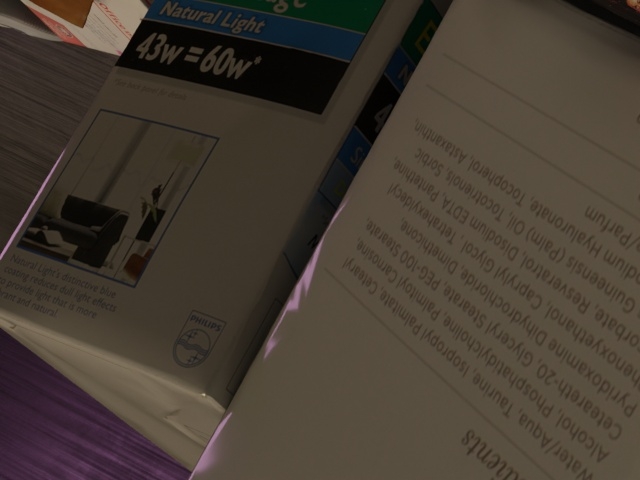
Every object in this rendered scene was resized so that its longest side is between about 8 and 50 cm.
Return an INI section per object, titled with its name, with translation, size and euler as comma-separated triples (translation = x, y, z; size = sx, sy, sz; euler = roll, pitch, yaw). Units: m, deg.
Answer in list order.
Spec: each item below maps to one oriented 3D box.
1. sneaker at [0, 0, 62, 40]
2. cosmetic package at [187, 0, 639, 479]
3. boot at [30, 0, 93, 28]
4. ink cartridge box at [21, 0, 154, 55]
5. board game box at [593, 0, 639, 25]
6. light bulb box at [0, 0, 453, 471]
[sneaker]
translation = -0.332, -0.244, 1.463
size = 0.258, 0.094, 0.091
euler = 25, 171, -39
[cosmetic package]
translation = 0.183, 0.116, 0.903
size = 0.329, 0.394, 0.327
euler = 23, -169, -34
[boot]
translation = -0.308, -0.254, 1.287
size = 0.280, 0.096, 0.264
euler = 25, 142, -16
[ink cartridge box]
translation = -0.180, -0.216, 1.393
size = 0.198, 0.067, 0.115
euler = 19, 162, 40
[board game box]
translation = 0.202, -0.132, 0.655
size = 0.165, 0.042, 0.243
euler = 29, 165, 2
[light bulb box]
translation = 0.000, 0.000, 1.192
size = 0.225, 0.361, 0.358
euler = 17, 161, 35
